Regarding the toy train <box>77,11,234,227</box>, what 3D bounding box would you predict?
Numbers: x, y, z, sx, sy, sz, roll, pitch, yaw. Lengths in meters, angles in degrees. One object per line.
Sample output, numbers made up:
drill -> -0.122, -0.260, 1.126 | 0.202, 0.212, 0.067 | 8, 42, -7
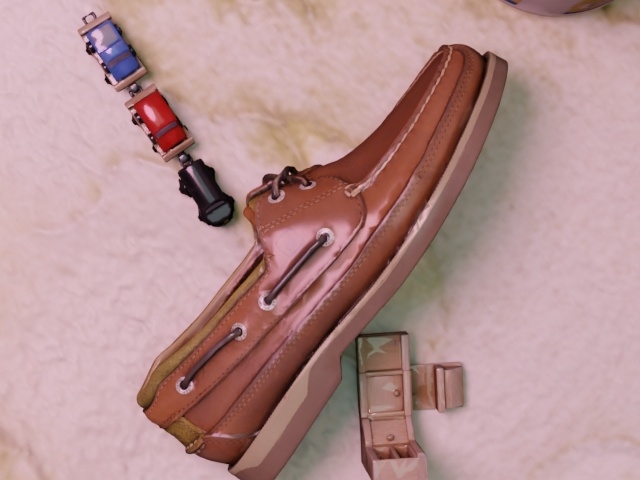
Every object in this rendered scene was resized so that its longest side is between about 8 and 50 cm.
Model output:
toy train -> -0.103, -0.076, 1.019 | 0.027, 0.036, 0.158 | -34, 92, -3

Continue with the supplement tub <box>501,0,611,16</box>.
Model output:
supplement tub -> 0.155, -0.214, 0.952 | 0.144, 0.200, 0.144 | 0, 90, -4

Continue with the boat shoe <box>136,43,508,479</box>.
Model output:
boat shoe -> 0.000, 0.000, 0.988 | 0.104, 0.111, 0.307 | 32, 88, -4

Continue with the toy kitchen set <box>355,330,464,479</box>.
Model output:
toy kitchen set -> 0.060, 0.102, 1.010 | 0.068, 0.075, 0.083 | -4, 95, -4
